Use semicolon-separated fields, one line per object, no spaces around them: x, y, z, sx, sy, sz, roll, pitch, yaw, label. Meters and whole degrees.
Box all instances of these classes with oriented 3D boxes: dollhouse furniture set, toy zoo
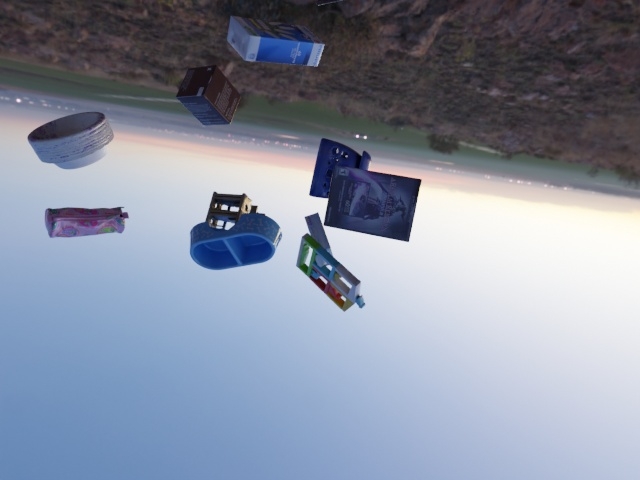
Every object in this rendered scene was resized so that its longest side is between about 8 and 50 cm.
-0.306;-0.078;1.520;0.129;0.128;0.183;5;162;18;dollhouse furniture set
0.035;0.126;1.407;0.293;0.192;0.030;43;-121;18;toy zoo

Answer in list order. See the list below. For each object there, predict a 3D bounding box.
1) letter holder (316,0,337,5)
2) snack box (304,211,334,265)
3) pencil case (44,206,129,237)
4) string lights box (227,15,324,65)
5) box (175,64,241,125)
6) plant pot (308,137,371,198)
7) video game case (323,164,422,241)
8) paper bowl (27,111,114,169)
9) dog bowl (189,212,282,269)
0.064;-1.020;1.483;0.152;0.214;0.301;0;-132;21;letter holder
0.000;0.000;1.791;0.070;0.174;0.207;-19;158;0;snack box
-0.922;-0.077;1.652;0.284;0.124;0.124;-5;-163;-41;pencil case
-0.134;-0.602;1.268;0.260;0.076;0.133;-13;-127;-35;string lights box
-0.499;-0.647;1.880;0.167;0.168;0.203;7;160;28;box
0.089;-0.281;1.713;0.212;0.235;0.236;13;-167;4;plant pot
0.158;-0.116;1.295;0.274;0.196;0.026;12;-174;14;video game case
-0.952;-0.381;1.623;0.284;0.148;0.284;-7;-143;6;paper bowl
-0.266;0.012;1.278;0.297;0.166;0.074;-10;-134;13;dog bowl
